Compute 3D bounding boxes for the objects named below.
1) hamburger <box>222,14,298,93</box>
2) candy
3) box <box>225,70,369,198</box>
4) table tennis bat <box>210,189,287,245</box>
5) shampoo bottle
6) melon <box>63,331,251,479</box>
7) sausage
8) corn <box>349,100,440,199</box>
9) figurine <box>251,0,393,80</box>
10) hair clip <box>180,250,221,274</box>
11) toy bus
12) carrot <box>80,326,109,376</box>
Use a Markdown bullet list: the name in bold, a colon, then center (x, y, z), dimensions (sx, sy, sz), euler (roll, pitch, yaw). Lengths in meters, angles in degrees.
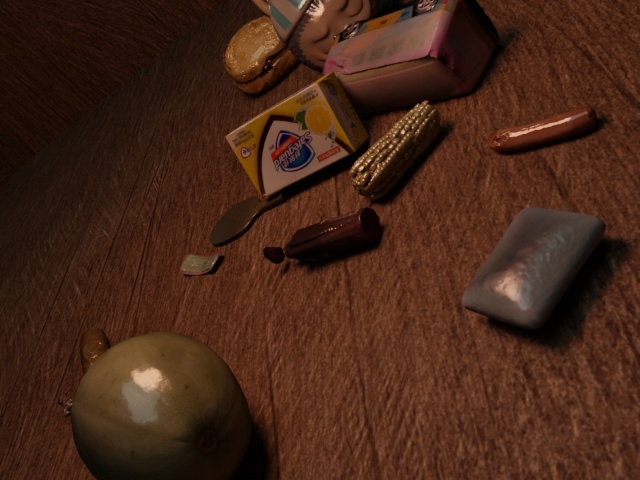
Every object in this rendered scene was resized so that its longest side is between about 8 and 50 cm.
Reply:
- **hamburger**: center (-0.178, -0.542, 2.170), dimensions (0.286, 0.146, 0.243), euler (-15, 47, 31)
- **candy**: center (0.274, 0.033, 0.952), dimensions (0.174, 0.071, 0.138), euler (-51, 30, -14)
- **box**: center (-0.050, -0.222, 1.564), dimensions (0.265, 0.168, 0.097), euler (-22, 13, 32)
- **table tennis bat**: center (-0.167, -0.058, 1.671), dimensions (0.234, 0.022, 0.131), euler (-25, 33, 34)
- **shampoo bottle**: center (-0.001, 0.001, 1.338), dimensions (0.236, 0.068, 0.067), euler (-20, 40, 38)
- **melon**: center (-0.240, 0.271, 1.116), dimensions (0.272, 0.272, 0.308), euler (-45, 41, 0)
- **sausage**: center (0.343, -0.172, 1.156), dimensions (0.186, 0.043, 0.043), euler (-11, 44, 45)
- **corn**: center (0.142, -0.163, 1.363), dimensions (0.211, 0.087, 0.087), euler (-44, 29, -11)
- **figurine**: center (0.010, -0.616, 1.793), dimensions (0.266, 0.378, 0.361), euler (-21, 38, 35)
- **hair clip**: center (-0.267, 0.050, 1.652), dimensions (0.137, 0.022, 0.054), euler (-7, 47, 47)
- **toy bus**: center (0.157, -0.370, 1.510), dimensions (0.386, 0.171, 0.162), euler (-1, 55, 51)
- **carrot**: center (-0.483, 0.288, 1.585), dimensions (0.070, 0.070, 0.342), euler (-43, 31, 4)
